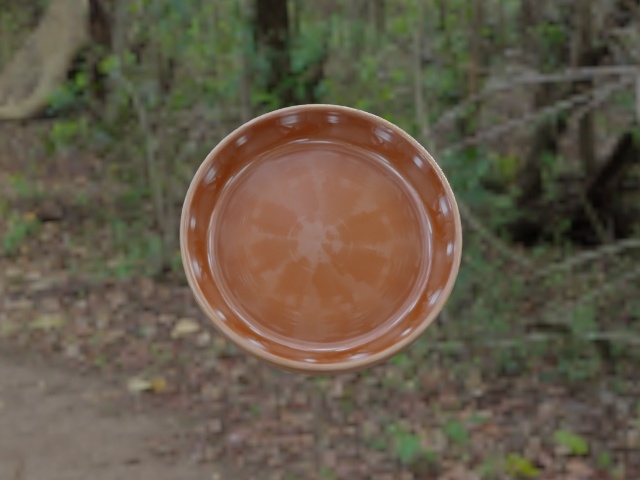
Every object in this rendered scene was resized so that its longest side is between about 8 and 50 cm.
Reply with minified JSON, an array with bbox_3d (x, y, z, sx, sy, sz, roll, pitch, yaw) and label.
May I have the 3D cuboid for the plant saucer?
[{"bbox_3d":[0.000,0.000,0.517,0.083,0.083,0.013,-4,-20,-5],"label":"plant saucer"}]
